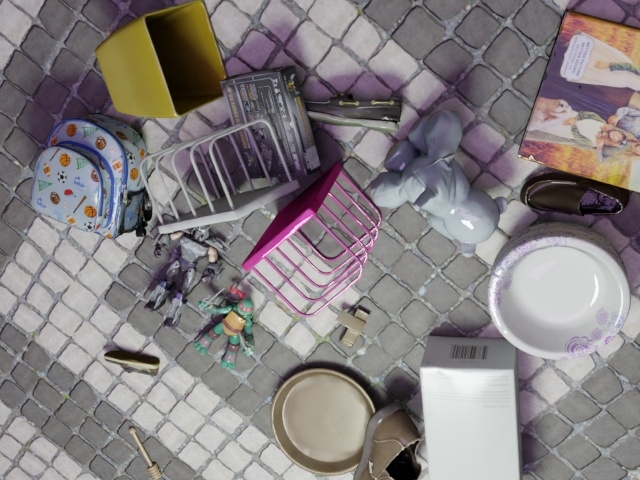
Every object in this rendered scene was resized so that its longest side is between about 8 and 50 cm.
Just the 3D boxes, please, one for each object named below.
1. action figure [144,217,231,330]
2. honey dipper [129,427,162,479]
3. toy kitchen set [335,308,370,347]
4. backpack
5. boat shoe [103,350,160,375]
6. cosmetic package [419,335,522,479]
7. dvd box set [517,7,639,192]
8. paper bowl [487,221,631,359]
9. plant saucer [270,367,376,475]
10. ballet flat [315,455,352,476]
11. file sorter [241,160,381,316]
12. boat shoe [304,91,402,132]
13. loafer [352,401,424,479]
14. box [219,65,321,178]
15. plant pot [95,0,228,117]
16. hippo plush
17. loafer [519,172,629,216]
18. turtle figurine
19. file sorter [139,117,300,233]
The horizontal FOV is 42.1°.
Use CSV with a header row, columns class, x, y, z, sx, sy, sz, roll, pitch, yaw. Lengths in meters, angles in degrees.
class,x,y,z,sx,sy,sz,roll,pitch,yaw
action figure,-0.327,0.068,2.000,0.185,0.099,0.285,31,112,11
honey dipper,-0.485,0.584,2.288,0.030,0.030,0.161,-21,100,22
toy kitchen set,0.065,0.202,1.980,0.068,0.075,0.083,29,76,-1
backpack,-0.529,-0.155,1.914,0.276,0.213,0.263,19,104,11
boat shoe,-0.495,0.324,2.168,0.152,0.056,0.049,10,108,11
cosmetic package,0.355,0.427,1.923,0.217,0.156,0.385,0,112,16
dvd box set,0.635,-0.248,1.626,0.420,0.062,0.307,18,115,8
paper bowl,0.500,0.097,1.753,0.284,0.148,0.284,5,112,13
plant saucer,0.011,0.447,2.061,0.278,0.041,0.278,2,99,15
ballet flat,0.043,0.558,2.116,0.168,0.057,0.052,-23,93,22
file sorter,0.000,0.000,1.777,0.202,0.291,0.182,-40,100,25
boat shoe,0.063,-0.278,1.767,0.227,0.081,0.069,11,91,18
loafer,0.166,0.553,1.985,0.130,0.134,0.366,43,145,40
box,-0.108,-0.250,1.797,0.183,0.056,0.231,0,113,41
plant pot,-0.349,-0.374,1.779,0.187,0.212,0.212,-7,109,31
hippo plush,0.276,-0.115,1.700,0.236,0.294,0.234,33,86,-20
loafer,0.523,-0.091,1.710,0.220,0.078,0.080,1,111,15
turtle figurine,-0.215,0.208,2.013,0.175,0.118,0.234,43,132,12
file sorter,-0.226,-0.140,1.783,0.277,0.193,0.173,-8,107,46
